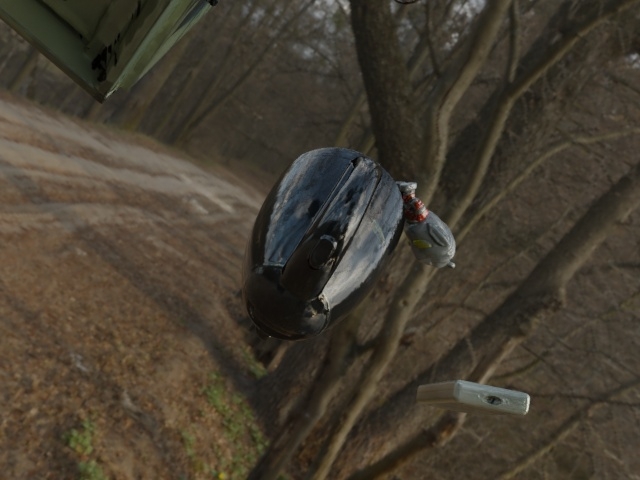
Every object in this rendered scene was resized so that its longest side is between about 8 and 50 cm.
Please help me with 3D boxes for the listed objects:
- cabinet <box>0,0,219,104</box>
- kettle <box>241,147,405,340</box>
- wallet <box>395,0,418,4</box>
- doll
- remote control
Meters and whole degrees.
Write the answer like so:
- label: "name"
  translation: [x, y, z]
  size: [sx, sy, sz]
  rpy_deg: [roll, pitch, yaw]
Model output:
- label: "cabinet"
  translation: [-0.109, -0.222, 0.492]
  size: [0.150, 0.206, 0.145]
  rpy_deg: [41, -44, -14]
- label: "kettle"
  translation: [0.000, 0.000, 1.046]
  size: [0.207, 0.268, 0.290]
  rpy_deg: [32, 37, 0]
- label: "wallet"
  translation: [0.125, -0.491, 0.912]
  size: [0.068, 0.335, 0.274]
  rpy_deg: [5, -30, 22]
- label: "doll"
  translation: [0.165, -0.021, 1.216]
  size: [0.180, 0.079, 0.094]
  rpy_deg: [58, -21, -21]
- label: "remote control"
  translation: [0.175, 0.188, 0.906]
  size: [0.088, 0.029, 0.190]
  rpy_deg: [12, -14, -3]
